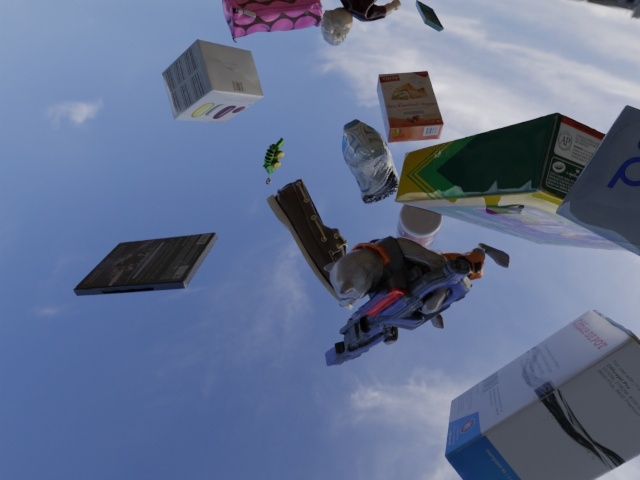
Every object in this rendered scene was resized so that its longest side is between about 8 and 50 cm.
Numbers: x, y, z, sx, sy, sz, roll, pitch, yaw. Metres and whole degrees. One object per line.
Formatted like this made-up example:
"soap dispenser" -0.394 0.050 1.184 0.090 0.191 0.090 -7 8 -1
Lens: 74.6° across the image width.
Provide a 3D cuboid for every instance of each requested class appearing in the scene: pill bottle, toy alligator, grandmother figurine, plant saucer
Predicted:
"pill bottle" 0.292 -0.035 1.268 0.121 0.216 0.121 -2 -108 7
"toy alligator" -0.172 -0.265 1.431 0.051 0.189 0.056 -9 -131 -39
"grandmother figurine" 0.123 -0.666 1.098 0.208 0.342 0.104 38 -157 -17
"plant saucer" 0.334 -0.695 1.300 0.067 0.018 0.192 19 -139 -17

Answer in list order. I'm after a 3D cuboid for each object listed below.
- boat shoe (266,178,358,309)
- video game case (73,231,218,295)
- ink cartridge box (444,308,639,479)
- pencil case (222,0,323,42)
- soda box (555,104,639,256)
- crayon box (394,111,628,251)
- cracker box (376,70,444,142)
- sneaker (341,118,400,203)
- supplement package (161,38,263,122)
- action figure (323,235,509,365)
"boat shoe" 0.000 0.000 0.921 0.097 0.116 0.324 -36 -115 3
"video game case" -0.400 0.052 0.981 0.274 0.026 0.196 -6 -149 14
"ink cartridge box" 0.464 0.335 0.843 0.166 0.395 0.285 51 -163 12
"pencil case" -0.097 -0.483 0.889 0.209 0.095 0.098 -16 -170 -12
"soda box" 0.333 0.007 0.290 0.286 0.098 0.091 38 -150 29
"crayon box" 0.360 -0.069 0.674 0.363 0.313 0.106 14 -91 -21
"cracker box" 0.262 -0.403 1.257 0.156 0.067 0.232 -5 -121 -1
"sneaker" 0.094 -0.140 0.790 0.085 0.237 0.086 -22 -114 6
"supplement package" -0.318 -0.459 1.243 0.194 0.203 0.149 -15 -91 -49
"action figure" 0.131 0.086 0.741 0.330 0.341 0.178 12 -131 -41
